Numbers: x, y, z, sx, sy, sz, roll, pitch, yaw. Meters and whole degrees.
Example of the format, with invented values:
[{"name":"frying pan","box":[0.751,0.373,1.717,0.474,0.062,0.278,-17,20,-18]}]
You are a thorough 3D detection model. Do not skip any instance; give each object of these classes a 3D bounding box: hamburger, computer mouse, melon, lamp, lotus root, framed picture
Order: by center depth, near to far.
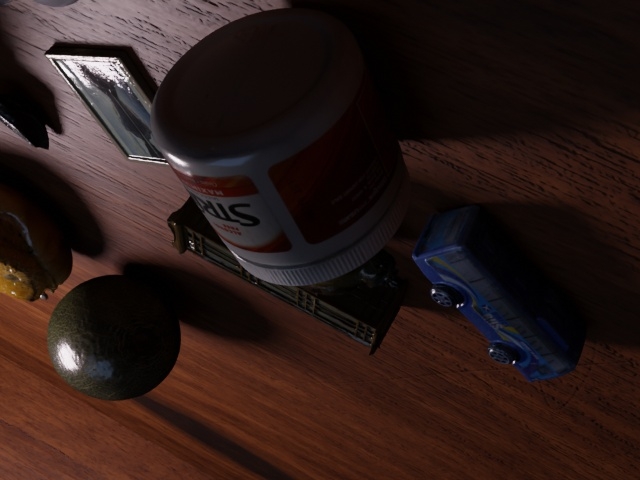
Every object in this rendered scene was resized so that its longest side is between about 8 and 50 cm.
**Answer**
[{"name":"lotus root","box":[0.000,0.000,1.049,0.209,0.120,0.120,21,152,21]},{"name":"framed picture","box":[-0.256,-0.169,1.145,0.150,0.015,0.203,12,148,36]},{"name":"lamp","box":[-0.047,0.033,1.183,0.325,0.089,0.090,26,154,11]},{"name":"computer mouse","box":[-0.444,-0.181,1.301,0.079,0.047,0.135,35,168,23]},{"name":"hamburger","box":[-0.614,-0.004,1.658,0.289,0.170,0.314,25,155,21]},{"name":"melon","box":[-0.395,0.184,1.666,0.237,0.237,0.301,45,156,-24]}]

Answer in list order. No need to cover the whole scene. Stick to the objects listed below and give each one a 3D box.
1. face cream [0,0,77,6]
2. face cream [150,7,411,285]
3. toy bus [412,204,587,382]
[{"name":"face cream","box":[-0.287,-0.302,0.883,0.144,0.071,0.291,46,151,-23]},{"name":"face cream","box":[-0.033,-0.089,0.824,0.201,0.201,0.187,14,149,34]},{"name":"toy bus","box":[0.202,0.065,0.970,0.236,0.079,0.094,44,150,-22]}]
